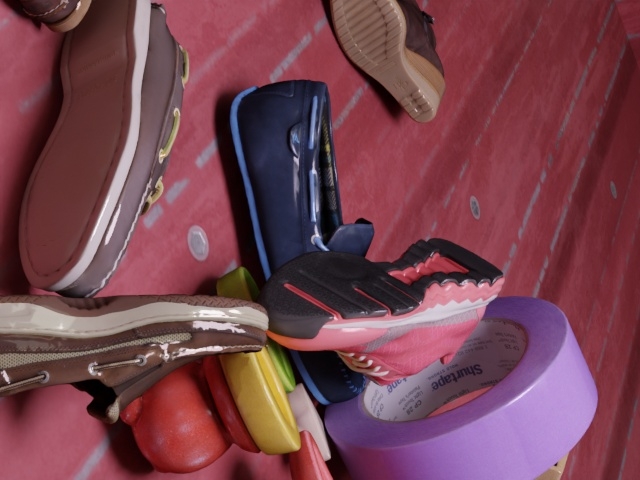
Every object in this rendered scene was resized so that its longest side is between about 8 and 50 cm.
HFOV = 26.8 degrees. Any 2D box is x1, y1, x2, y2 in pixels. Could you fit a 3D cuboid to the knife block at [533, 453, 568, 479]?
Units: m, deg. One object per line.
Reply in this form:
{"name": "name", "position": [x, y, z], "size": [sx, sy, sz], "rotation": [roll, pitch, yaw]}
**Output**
{"name": "knife block", "position": [0.190, 0.335, 1.457], "size": [0.242, 0.275, 0.088], "rotation": [58, 31, -16]}

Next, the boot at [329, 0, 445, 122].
{"name": "boot", "position": [0.087, -0.289, 1.767], "size": [0.248, 0.090, 0.207], "rotation": [56, 22, -31]}

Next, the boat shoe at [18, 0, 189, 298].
{"name": "boat shoe", "position": [-0.173, -0.079, 1.138], "size": [0.097, 0.116, 0.324], "rotation": [44, 36, -41]}

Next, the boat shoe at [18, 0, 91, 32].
{"name": "boat shoe", "position": [-0.227, -0.285, 1.170], "size": [0.073, 0.073, 0.207], "rotation": [39, 45, -51]}

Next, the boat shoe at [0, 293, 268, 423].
{"name": "boat shoe", "position": [-0.162, 0.093, 1.028], "size": [0.257, 0.095, 0.095], "rotation": [1, 81, -23]}

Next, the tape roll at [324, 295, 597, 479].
{"name": "tape roll", "position": [0.145, 0.168, 1.409], "size": [0.090, 0.275, 0.275], "rotation": [64, 31, -19]}

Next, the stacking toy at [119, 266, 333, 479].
{"name": "stacking toy", "position": [-0.075, 0.189, 1.255], "size": [0.279, 0.130, 0.309], "rotation": [-109, 176, -64]}

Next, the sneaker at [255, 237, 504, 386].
{"name": "sneaker", "position": [0.059, 0.088, 1.289], "size": [0.314, 0.116, 0.136], "rotation": [-6, 121, -46]}

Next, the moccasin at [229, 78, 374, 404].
{"name": "moccasin", "position": [0.000, 0.000, 1.385], "size": [0.138, 0.117, 0.342], "rotation": [-47, 122, -77]}
